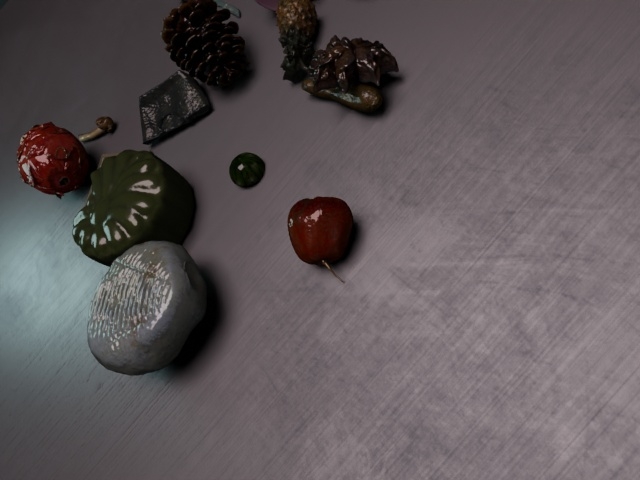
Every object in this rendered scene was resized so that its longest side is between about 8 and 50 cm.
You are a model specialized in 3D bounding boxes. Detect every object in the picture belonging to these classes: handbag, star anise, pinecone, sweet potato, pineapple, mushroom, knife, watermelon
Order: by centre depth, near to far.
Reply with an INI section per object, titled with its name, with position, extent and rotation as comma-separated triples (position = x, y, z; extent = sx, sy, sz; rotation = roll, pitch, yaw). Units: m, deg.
[star anise]
position = 0.074, -0.466, 1.336
extent = 0.236, 0.109, 0.223
rotation = 16, 50, 34
[sweet potato]
position = 0.059, -0.397, 1.390
extent = 0.273, 0.075, 0.075
rotation = 27, 84, 37
[watermelon]
position = -0.213, -0.207, 1.460
extent = 0.105, 0.062, 0.106
rotation = -10, 59, 17
[pineapple]
position = -0.073, -0.587, 1.522
extent = 0.128, 0.128, 0.248
rotation = -8, 72, 26
[pinecone]
position = -0.345, -0.600, 1.618
extent = 0.246, 0.246, 0.292
rotation = -39, 72, 8
[handbag]
position = -0.486, -0.433, 1.703
extent = 0.270, 0.088, 0.175
rotation = -25, 67, 17
[knife]
position = -0.335, -0.821, 1.823
extent = 0.028, 0.015, 0.210
rotation = -47, 56, -5
[mushroom]
position = -0.824, -0.399, 1.885
extent = 0.187, 0.061, 0.060
rotation = -17, 67, 26

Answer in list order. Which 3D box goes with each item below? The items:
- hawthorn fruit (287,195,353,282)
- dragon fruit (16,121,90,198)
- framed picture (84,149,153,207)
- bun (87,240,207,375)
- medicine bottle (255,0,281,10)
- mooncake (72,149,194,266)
[hawthorn fruit]
position = 0.000, 0.000, 1.218
extent = 0.162, 0.162, 0.204
rotation = -5, 85, 27
[dragon fruit]
position = -0.915, -0.275, 1.780
extent = 0.252, 0.241, 0.241
rotation = 25, 82, 23
[framed picture]
position = -0.688, -0.148, 1.722
extent = 0.240, 0.020, 0.324
rotation = 3, 71, 29
[bun]
position = -0.429, 0.174, 1.334
extent = 0.354, 0.194, 0.355
rotation = -13, 62, 27
[medicine bottle]
position = -0.130, -0.908, 1.634
extent = 0.202, 0.202, 0.316
rotation = -13, 63, 24
[mooncake]
position = -0.548, -0.087, 1.510
extent = 0.351, 0.187, 0.351
rotation = -9, 64, 20
